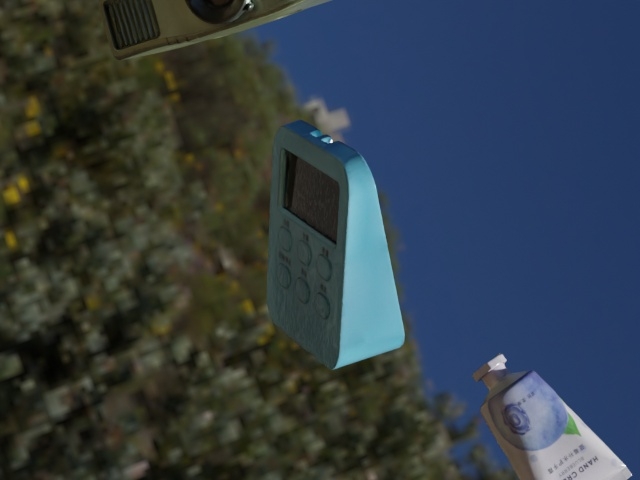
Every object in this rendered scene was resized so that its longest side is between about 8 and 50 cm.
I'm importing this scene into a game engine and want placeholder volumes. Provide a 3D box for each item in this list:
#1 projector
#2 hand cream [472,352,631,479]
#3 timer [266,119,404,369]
[{"bbox_3d":[-0.060,-0.236,1.707,0.193,0.269,0.088,-28,102,-67],"label":"projector"},{"bbox_3d":[0.175,0.153,1.528,0.142,0.084,0.053,53,-18,13],"label":"hand cream"},{"bbox_3d":[0.000,0.000,2.227,0.232,0.091,0.250,-145,-137,-63],"label":"timer"}]
